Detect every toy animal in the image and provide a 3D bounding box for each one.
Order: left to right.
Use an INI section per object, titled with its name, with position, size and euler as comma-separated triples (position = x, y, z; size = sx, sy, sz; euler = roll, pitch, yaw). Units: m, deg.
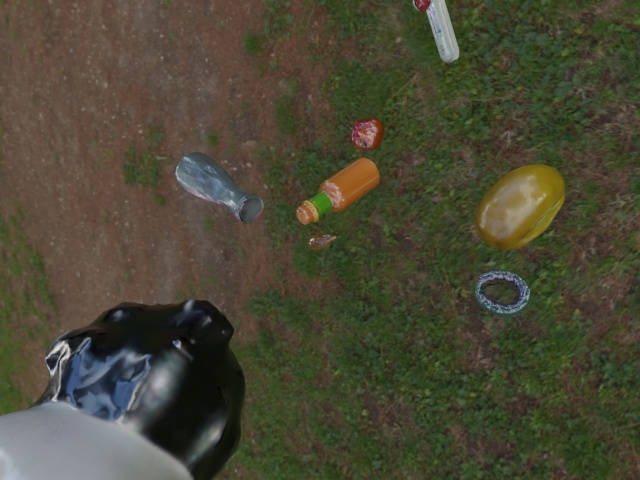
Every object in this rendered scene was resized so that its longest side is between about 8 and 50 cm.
[toy animal]
position = -0.187, 0.197, 0.401
size = 0.213, 0.266, 0.212
euler = 11, 129, 14

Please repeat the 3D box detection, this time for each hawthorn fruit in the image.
[hawthorn fruit]
position = 0.115, -0.272, 1.169
size = 0.093, 0.093, 0.092
euler = 10, 105, 42

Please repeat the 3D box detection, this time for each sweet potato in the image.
[sweet potato]
position = 0.000, 0.000, 0.933
size = 0.095, 0.034, 0.034
euler = -24, 82, 51

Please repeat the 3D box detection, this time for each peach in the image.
[peach]
position = 0.502, -0.084, 1.167
size = 0.153, 0.251, 0.251
euler = 42, 125, 25

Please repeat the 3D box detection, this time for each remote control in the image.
[remote control]
position = 0.394, -0.687, 1.504
size = 0.221, 0.042, 0.078
euler = 68, 167, -17

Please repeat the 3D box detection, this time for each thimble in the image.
[thimble]
position = 0.480, 0.142, 1.223
size = 0.135, 0.090, 0.118
euler = 10, 74, 22

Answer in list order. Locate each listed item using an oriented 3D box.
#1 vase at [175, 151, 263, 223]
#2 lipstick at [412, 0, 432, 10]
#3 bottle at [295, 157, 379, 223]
[vase]
position = -0.195, -0.100, 0.903
size = 0.214, 0.086, 0.086
euler = 33, 119, 38
[lipstick]
position = 0.228, -0.553, 1.033
size = 0.063, 0.186, 0.057
euler = 27, 136, -14
[bottle]
position = 0.030, -0.091, 0.884
size = 0.069, 0.187, 0.069
euler = 38, 147, 30
